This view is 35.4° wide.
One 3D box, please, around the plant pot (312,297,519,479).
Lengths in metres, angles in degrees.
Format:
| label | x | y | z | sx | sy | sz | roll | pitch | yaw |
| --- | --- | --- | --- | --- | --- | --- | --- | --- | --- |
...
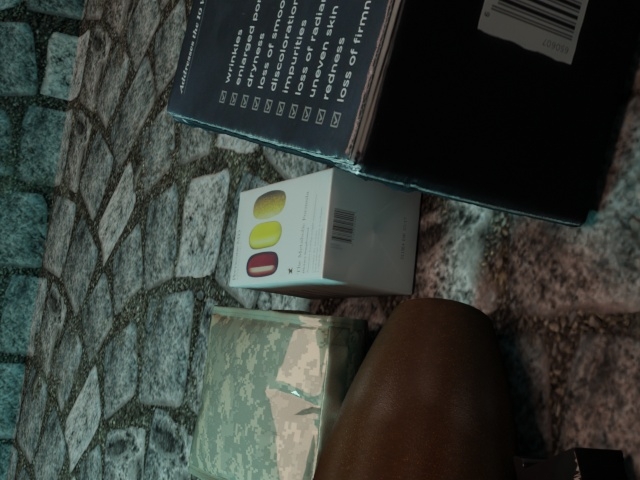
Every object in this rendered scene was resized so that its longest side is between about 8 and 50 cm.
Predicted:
| label | x | y | z | sx | sy | sz | roll | pitch | yaw |
| --- | --- | --- | --- | --- | --- | --- | --- | --- | --- |
| plant pot | 0.108 | 0.184 | 1.010 | 0.215 | 0.215 | 0.231 | -31 | 40 | 52 |

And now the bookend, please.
| label | x | y | z | sx | sy | sz | roll | pitch | yaw |
| --- | --- | --- | --- | --- | --- | --- | --- | --- | --- |
| bookend | 0.253 | 0.237 | 0.845 | 0.156 | 0.072 | 0.157 | -43 | 46 | 46 |

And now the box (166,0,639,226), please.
| label | x | y | z | sx | sy | sz | roll | pitch | yaw |
| --- | --- | --- | --- | --- | --- | --- | --- | --- | --- |
| box | 0.090 | -0.306 | 1.076 | 0.471 | 0.297 | 0.480 | 24 | 101 | 58 |

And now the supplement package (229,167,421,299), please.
| label | x | y | z | sx | sy | sz | roll | pitch | yaw |
| --- | --- | --- | --- | --- | --- | --- | --- | --- | --- |
| supplement package | 0.000 | 0.000 | 1.288 | 0.244 | 0.133 | 0.139 | -10 | 72 | 58 |

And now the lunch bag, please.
| label | x | y | z | sx | sy | sz | roll | pitch | yaw |
| --- | --- | --- | --- | --- | --- | --- | --- | --- | --- |
| lunch bag | -0.036 | 0.205 | 1.251 | 0.287 | 0.168 | 0.235 | -2 | 79 | 64 |
